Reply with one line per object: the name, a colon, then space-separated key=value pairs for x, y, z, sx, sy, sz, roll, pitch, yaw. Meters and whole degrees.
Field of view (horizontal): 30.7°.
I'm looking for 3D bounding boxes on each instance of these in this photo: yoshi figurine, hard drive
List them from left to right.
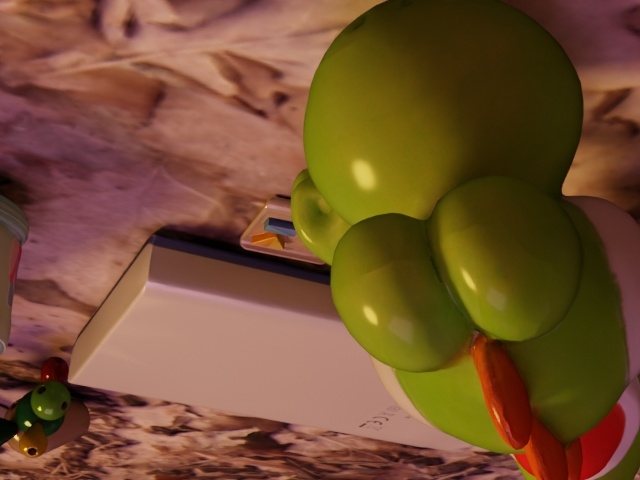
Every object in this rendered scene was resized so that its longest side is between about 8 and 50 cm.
hard drive: x=0.005 y=0.084 z=0.817 sx=0.319 sy=0.040 sz=0.210 roll=14 pitch=152 yaw=-20
yoshi figurine: x=0.095 y=-0.002 z=0.541 sx=0.203 sy=0.203 sz=0.362 roll=38 pitch=-177 yaw=24

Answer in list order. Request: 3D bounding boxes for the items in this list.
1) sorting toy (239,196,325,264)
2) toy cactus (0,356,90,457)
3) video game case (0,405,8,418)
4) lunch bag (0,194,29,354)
sorting toy: x=0.000 y=0.000 z=0.676 sx=0.083 sy=0.012 sz=0.062 roll=12 pitch=153 yaw=-15
toy cactus: x=-0.263 y=0.144 z=0.928 sx=0.219 sy=0.112 sz=0.180 roll=-35 pitch=162 yaw=25
video game case: x=-0.428 y=0.120 z=0.971 sx=0.204 sy=0.025 sz=0.285 roll=-9 pitch=151 yaw=26
lunch bag: x=-0.310 y=0.027 z=0.665 sx=0.224 sy=0.108 sz=0.279 roll=20 pitch=152 yaw=-40
